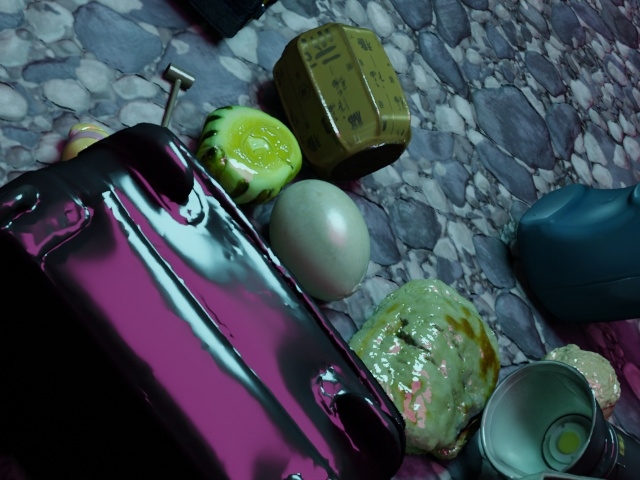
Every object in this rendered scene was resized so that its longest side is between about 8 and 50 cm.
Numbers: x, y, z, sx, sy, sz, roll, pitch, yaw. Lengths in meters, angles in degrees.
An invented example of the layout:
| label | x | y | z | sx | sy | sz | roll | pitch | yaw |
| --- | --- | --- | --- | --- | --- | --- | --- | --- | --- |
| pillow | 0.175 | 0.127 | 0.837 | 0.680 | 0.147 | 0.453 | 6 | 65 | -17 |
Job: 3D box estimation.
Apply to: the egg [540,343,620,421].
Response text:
| label | x | y | z | sx | sy | sz | roll | pitch | yaw |
| --- | --- | --- | --- | --- | --- | --- | --- | --- | --- |
| egg | 0.338 | 0.202 | 1.242 | 0.140 | 0.116 | 0.118 | -5 | 94 | -42 |

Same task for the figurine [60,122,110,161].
| label | x | y | z | sx | sy | sz | roll | pitch | yaw |
| --- | --- | --- | --- | --- | --- | --- | --- | --- | --- |
| figurine | -0.204 | -0.051 | 0.984 | 0.187 | 0.083 | 0.083 | 42 | 43 | -1 |

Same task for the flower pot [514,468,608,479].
| label | x | y | z | sx | sy | sz | roll | pitch | yaw |
| --- | --- | --- | --- | --- | --- | --- | --- | --- | --- |
| flower pot | 0.228 | 0.371 | 0.977 | 0.239 | 0.189 | 0.209 | 16 | 54 | -31 |

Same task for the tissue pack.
| label | x | y | z | sx | sy | sz | roll | pitch | yaw |
| --- | --- | --- | --- | --- | --- | --- | --- | --- | --- |
| tissue pack | 0.446 | 0.015 | 1.339 | 0.198 | 0.287 | 0.206 | -35 | 105 | -48 |

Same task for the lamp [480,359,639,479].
| label | x | y | z | sx | sy | sz | roll | pitch | yaw |
| --- | --- | --- | --- | --- | --- | --- | --- | --- | --- |
| lamp | 0.309 | 0.255 | 1.122 | 0.227 | 0.172 | 0.147 | 36 | 56 | -39 |

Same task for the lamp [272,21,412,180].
| label | x | y | z | sx | sy | sz | roll | pitch | yaw |
| --- | --- | --- | --- | --- | --- | --- | --- | --- | --- |
| lamp | 0.029 | -0.179 | 1.209 | 0.161 | 0.161 | 0.185 | -3 | 67 | -42 |

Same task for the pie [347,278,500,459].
| label | x | y | z | sx | sy | sz | roll | pitch | yaw |
| --- | --- | --- | --- | --- | --- | --- | --- | --- | --- |
| pie | 0.138 | 0.156 | 1.120 | 0.201 | 0.090 | 0.248 | 51 | 46 | -6 |

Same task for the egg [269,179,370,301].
| label | x | y | z | sx | sy | sz | roll | pitch | yaw |
| --- | --- | --- | --- | --- | --- | --- | --- | --- | --- |
| egg | 0.000 | 0.000 | 1.087 | 0.114 | 0.114 | 0.152 | -5 | 60 | -43 |

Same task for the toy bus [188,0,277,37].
| label | x | y | z | sx | sy | sz | roll | pitch | yaw |
| --- | --- | --- | --- | --- | --- | --- | --- | --- | --- |
| toy bus | -0.065 | -0.424 | 1.264 | 0.162 | 0.194 | 0.323 | 45 | 39 | -8 |

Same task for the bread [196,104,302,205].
| label | x | y | z | sx | sy | sz | roll | pitch | yaw |
| --- | --- | --- | --- | --- | --- | --- | --- | --- | --- |
| bread | -0.089 | -0.098 | 1.109 | 0.130 | 0.071 | 0.139 | 34 | 43 | -19 |

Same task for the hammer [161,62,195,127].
| label | x | y | z | sx | sy | sz | roll | pitch | yaw |
| --- | --- | --- | --- | --- | --- | --- | --- | --- | --- |
| hammer | -0.180 | -0.165 | 1.120 | 0.035 | 0.019 | 0.110 | 27 | 53 | -24 |

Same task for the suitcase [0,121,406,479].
| label | x | y | z | sx | sy | sz | roll | pitch | yaw |
| --- | --- | --- | --- | --- | --- | --- | --- | --- | --- |
| suitcase | -0.138 | 0.118 | 0.727 | 0.345 | 0.339 | 0.188 | 50 | 50 | 0 |
